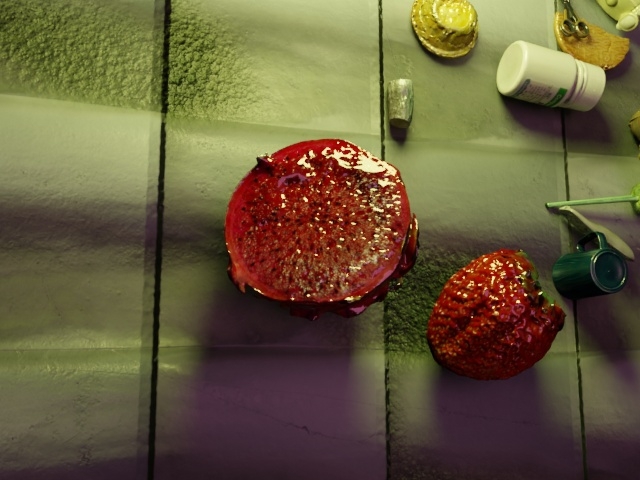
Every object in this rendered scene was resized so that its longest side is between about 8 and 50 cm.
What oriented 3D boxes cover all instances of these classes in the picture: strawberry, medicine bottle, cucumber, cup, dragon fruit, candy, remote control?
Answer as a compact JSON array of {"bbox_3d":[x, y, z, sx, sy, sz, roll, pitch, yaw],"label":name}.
[{"bbox_3d":[0.361,0.166,1.512,0.289,0.250,0.238,-29,97,5],"label":"strawberry"},{"bbox_3d":[0.567,-0.399,1.721,0.237,0.139,0.139,9,78,-17],"label":"medicine bottle"},{"bbox_3d":[0.187,-0.319,1.628,0.064,0.064,0.111,3,82,-17],"label":"cucumber"},{"bbox_3d":[0.635,0.063,1.660,0.114,0.138,0.150,-21,88,-20],"label":"cup"},{"bbox_3d":[0.000,0.000,1.405,0.386,0.249,0.371,-34,65,-8],"label":"dragon fruit"},{"bbox_3d":[0.723,-0.101,1.757,0.336,0.092,0.092,-3,73,-10],"label":"candy"},{"bbox_3d":[0.687,-0.019,1.718,0.229,0.073,0.044,36,91,-12],"label":"remote control"}]

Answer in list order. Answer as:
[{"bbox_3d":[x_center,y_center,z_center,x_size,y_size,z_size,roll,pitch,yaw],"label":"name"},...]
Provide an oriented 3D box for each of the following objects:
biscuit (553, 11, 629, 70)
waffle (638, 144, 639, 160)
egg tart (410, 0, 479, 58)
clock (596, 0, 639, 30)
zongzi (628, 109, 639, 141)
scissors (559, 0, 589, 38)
[{"bbox_3d":[0.707,-0.510,1.836,0.225,0.033,0.144,14,75,-12],"label":"biscuit"},{"bbox_3d":[0.880,-0.226,1.747,0.191,0.038,0.191,1,86,-12],"label":"waffle"},{"bbox_3d":[0.309,-0.538,1.697,0.191,0.074,0.191,3,79,-15],"label":"egg tart"},{"bbox_3d":[0.846,-0.712,1.876,0.379,0.120,0.276,-22,84,-20],"label":"clock"},{"bbox_3d":[0.930,-0.294,1.841,0.197,0.099,0.194,-39,93,-24],"label":"zongzi"},{"bbox_3d":[0.641,-0.623,1.823,0.088,0.017,0.220,-1,68,-19],"label":"scissors"}]
